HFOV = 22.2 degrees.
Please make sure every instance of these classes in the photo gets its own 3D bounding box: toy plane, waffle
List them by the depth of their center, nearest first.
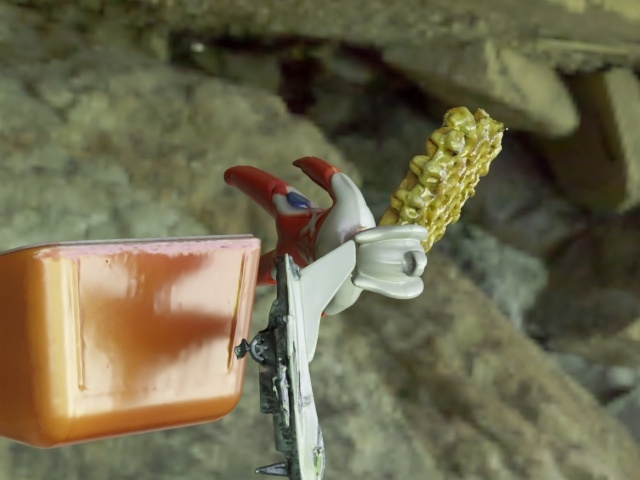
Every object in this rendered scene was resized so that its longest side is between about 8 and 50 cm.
[{"bbox_3d":[-0.028,0.110,1.269,0.082,0.234,0.160,9,176,0],"label":"toy plane"},{"bbox_3d":[0.160,-0.082,2.070,0.056,0.249,0.253,36,-136,16],"label":"waffle"}]

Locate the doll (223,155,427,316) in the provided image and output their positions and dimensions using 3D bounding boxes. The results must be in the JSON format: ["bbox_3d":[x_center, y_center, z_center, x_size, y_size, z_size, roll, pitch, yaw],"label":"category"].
[{"bbox_3d":[0.000,0.000,1.893,0.099,0.188,0.384,-4,-169,-31],"label":"doll"}]

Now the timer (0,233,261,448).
[{"bbox_3d":[-0.219,0.067,1.358,0.250,0.161,0.257,7,-173,40],"label":"timer"}]
